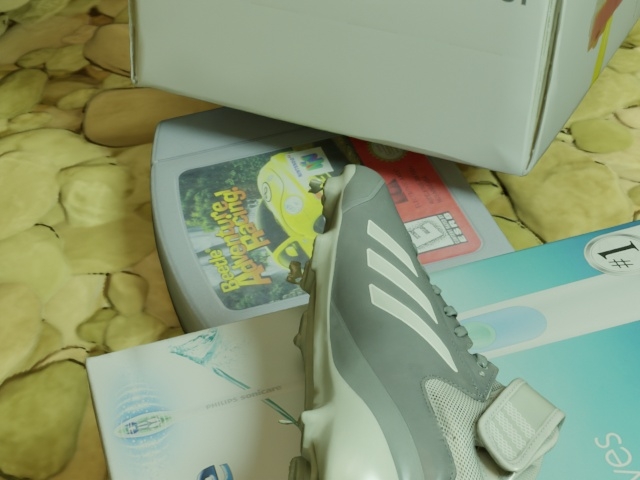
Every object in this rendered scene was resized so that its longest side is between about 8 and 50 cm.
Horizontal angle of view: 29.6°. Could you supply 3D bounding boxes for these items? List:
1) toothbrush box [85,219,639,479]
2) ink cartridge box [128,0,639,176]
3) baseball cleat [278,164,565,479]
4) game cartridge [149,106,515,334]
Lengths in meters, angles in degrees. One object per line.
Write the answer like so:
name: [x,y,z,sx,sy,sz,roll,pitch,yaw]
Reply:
toothbrush box: [0.065,0.127,0.532,0.296,0.126,0.216,-14,41,-10]
ink cartridge box: [0.076,-0.211,0.851,0.279,0.160,0.384,15,31,19]
baseball cleat: [0.039,0.049,0.490,0.109,0.072,0.206,9,44,-4]
game cartridge: [0.000,0.000,0.746,0.196,0.060,0.294,-17,42,-9]
